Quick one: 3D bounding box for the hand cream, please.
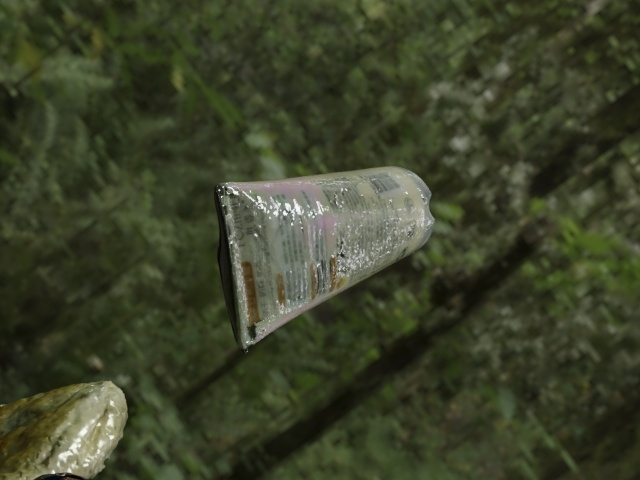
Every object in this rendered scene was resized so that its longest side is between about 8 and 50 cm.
[{"bbox_3d":[0.000,0.000,0.604,0.143,0.039,0.061,-17,104,-59],"label":"hand cream"}]

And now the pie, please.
[{"bbox_3d":[-0.321,0.214,1.343,0.337,0.338,0.075,-105,171,-75],"label":"pie"}]

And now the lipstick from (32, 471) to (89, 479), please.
[{"bbox_3d":[-0.226,0.242,1.070,0.077,0.077,0.418,55,-34,7],"label":"lipstick"}]
